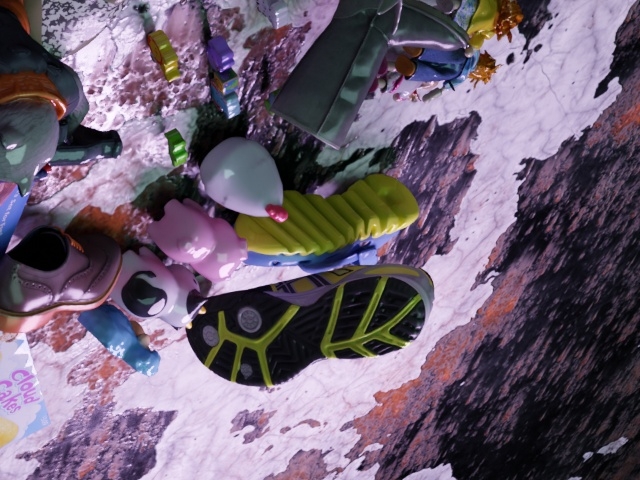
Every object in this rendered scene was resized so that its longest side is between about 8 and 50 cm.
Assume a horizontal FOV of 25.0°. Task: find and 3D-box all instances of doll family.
[{"bbox_3d":[0.184,-0.264,1.926,0.163,0.118,0.263,-3,133,-44],"label":"doll family"}]

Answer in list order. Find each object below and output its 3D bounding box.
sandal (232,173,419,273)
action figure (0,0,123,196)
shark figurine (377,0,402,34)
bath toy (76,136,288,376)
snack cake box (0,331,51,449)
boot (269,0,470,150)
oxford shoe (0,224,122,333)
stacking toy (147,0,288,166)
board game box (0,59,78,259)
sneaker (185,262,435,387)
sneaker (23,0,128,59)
[{"bbox_3d":[0.000,0.000,2.073,0.317,0.126,0.138,-8,140,-38],"label":"sandal"},{"bbox_3d":[-0.352,-0.162,1.303,0.341,0.330,0.178,-12,138,-37],"label":"action figure"},{"bbox_3d":[-0.004,-0.358,1.610,0.166,0.278,0.116,-66,-169,-10],"label":"shark figurine"},{"bbox_3d":[-0.165,0.020,1.913,0.348,0.129,0.151,-50,168,17],"label":"bath toy"},{"bbox_3d":[-0.449,0.173,1.853,0.152,0.089,0.264,-26,146,-19],"label":"snack cake box"},{"bbox_3d":[0.062,-0.209,1.796,0.076,0.190,0.208,132,-17,-85],"label":"boot"},{"bbox_3d":[-0.310,0.028,1.751,0.098,0.097,0.271,-67,168,23],"label":"oxford shoe"},{"bbox_3d":[-0.122,-0.200,1.763,0.167,0.052,0.221,-27,149,-18],"label":"stacking toy"},{"bbox_3d":[-0.415,-0.036,1.558,0.233,0.078,0.347,-33,156,-56],"label":"board game box"},{"bbox_3d":[-0.012,0.116,2.059,0.385,0.145,0.147,-6,-169,24],"label":"sneaker"},{"bbox_3d":[-0.162,-0.310,1.436,0.158,0.182,0.410,9,133,-47],"label":"sneaker"}]
